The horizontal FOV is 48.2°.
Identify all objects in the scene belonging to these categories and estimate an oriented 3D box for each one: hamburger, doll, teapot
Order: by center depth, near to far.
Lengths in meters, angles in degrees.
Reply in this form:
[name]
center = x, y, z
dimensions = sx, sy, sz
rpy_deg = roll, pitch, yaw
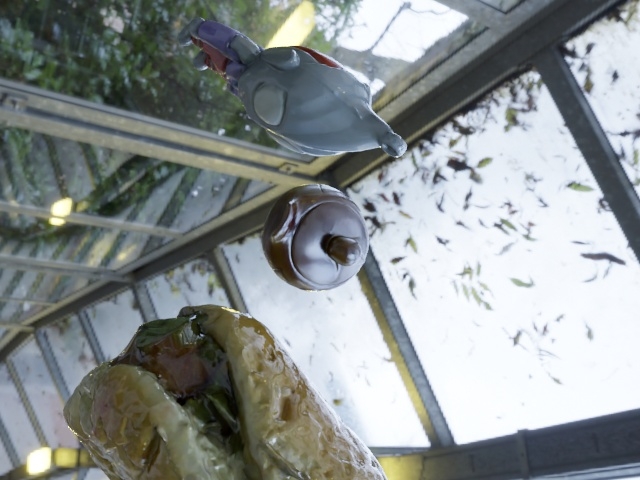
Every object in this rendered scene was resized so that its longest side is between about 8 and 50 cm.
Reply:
[doll]
center = -0.024, -0.119, 0.571
dimensions = 0.227, 0.102, 0.075
rpy_deg = 33, -101, 26
[hamburger]
center = -0.098, 0.148, 0.602
dimensions = 0.330, 0.162, 0.209
rpy_deg = 7, -48, 52
[teapot]
center = 0.000, 0.000, 0.649
dimensions = 0.078, 0.129, 0.098
rpy_deg = 26, -94, 45
